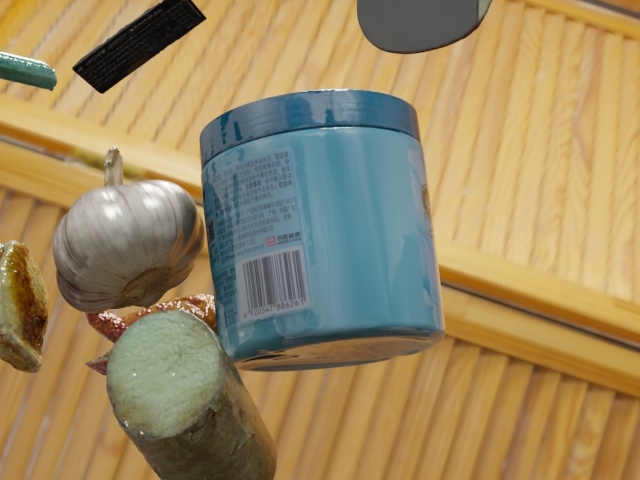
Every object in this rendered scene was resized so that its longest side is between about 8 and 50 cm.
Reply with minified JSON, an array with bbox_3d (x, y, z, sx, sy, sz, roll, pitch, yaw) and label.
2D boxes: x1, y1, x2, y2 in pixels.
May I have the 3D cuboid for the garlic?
[{"bbox_3d":[-0.302,-0.033,1.678,0.245,0.245,0.253,106,146,-60],"label":"garlic"}]

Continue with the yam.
[{"bbox_3d":[-0.164,0.240,1.439,0.304,0.168,0.168,69,-148,-48],"label":"yam"}]

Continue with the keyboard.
[{"bbox_3d":[-0.258,-0.282,1.566,0.074,0.197,0.015,46,-165,-46],"label":"keyboard"}]

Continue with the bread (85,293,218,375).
[{"bbox_3d":[-0.268,0.167,1.862,0.095,0.269,0.139,-151,55,-77],"label":"bread"}]

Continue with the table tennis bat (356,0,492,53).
[{"bbox_3d":[0.156,-0.284,1.186,0.021,0.274,0.154,20,-109,-53],"label":"table tennis bat"}]

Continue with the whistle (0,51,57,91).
[{"bbox_3d":[-0.436,-0.232,1.419,0.039,0.186,0.039,-34,51,55],"label":"whistle"}]

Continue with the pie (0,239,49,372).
[{"bbox_3d":[-0.463,0.100,1.664,0.205,0.084,0.178,-94,-14,-44],"label":"pie"}]

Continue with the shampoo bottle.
[{"bbox_3d":[0.000,0.000,1.580,0.331,0.331,0.342,103,162,-75],"label":"shampoo bottle"}]
